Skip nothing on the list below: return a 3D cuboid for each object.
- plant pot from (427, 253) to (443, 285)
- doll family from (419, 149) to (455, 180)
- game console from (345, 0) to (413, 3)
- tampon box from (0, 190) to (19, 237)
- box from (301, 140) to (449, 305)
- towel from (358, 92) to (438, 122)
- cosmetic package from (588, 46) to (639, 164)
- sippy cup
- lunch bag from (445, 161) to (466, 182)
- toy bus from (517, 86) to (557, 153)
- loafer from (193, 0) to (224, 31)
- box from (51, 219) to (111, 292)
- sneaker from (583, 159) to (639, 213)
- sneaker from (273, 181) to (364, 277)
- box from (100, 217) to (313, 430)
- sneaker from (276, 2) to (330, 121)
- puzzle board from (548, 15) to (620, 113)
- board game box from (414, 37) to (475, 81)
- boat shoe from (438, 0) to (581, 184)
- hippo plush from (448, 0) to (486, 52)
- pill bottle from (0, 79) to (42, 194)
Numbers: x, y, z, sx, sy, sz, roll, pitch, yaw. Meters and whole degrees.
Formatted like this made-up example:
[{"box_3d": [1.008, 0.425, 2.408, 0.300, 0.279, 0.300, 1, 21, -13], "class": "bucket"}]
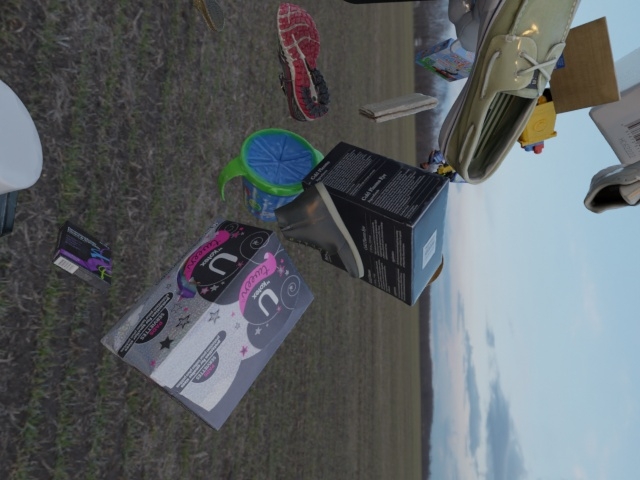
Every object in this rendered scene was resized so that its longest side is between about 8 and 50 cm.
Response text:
[{"box_3d": [0.337, 0.072, 1.616, 0.032, 0.237, 0.236, -66, 152, -65], "class": "plant pot"}, {"box_3d": [0.344, -0.218, 1.203, 0.193, 0.112, 0.075, 33, 37, -47], "class": "doll family"}, {"box_3d": [0.123, -0.651, 0.907, 0.342, 0.387, 0.060, 34, 78, -54], "class": "game console"}, {"box_3d": [-0.605, -0.076, 0.700, 0.101, 0.161, 0.120, -77, -171, -70], "class": "tampon box"}, {"box_3d": [0.150, -0.042, 1.146, 0.179, 0.313, 0.343, -50, 149, -26], "class": "box"}, {"box_3d": [0.308, -0.534, 1.737, 0.187, 0.283, 0.049, -119, -165, -60], "class": "towel"}, {"box_3d": [0.851, -0.348, 1.096, 0.230, 0.162, 0.453, 53, 50, -6], "class": "cosmetic package"}, {"box_3d": [-0.143, -0.181, 1.326, 0.224, 0.306, 0.239, 118, -10, -54], "class": "sippy cup"}, {"box_3d": [0.523, -0.283, 1.563, 0.096, 0.129, 0.151, -162, -108, -63], "class": "lunch bag"}, {"box_3d": [0.672, -0.393, 1.408, 0.220, 0.150, 0.211, -96, 167, -55], "class": "toy bus"}, {"box_3d": [-0.313, -0.642, 1.184, 0.056, 0.050, 0.147, -32, 105, -42], "class": "loafer"}, {"box_3d": [-0.496, 0.031, 0.909, 0.116, 0.029, 0.162, 45, 2, -37], "class": "box"}, {"box_3d": [0.614, -0.116, 0.790, 0.121, 0.099, 0.262, -38, 177, -34], "class": "sneaker"}, {"box_3d": [0.000, 0.000, 0.881, 0.221, 0.118, 0.083, 61, 4, -20], "class": "sneaker"}, {"box_3d": [-0.152, 0.112, 0.638, 0.247, 0.142, 0.163, -53, 136, -28], "class": "box"}, {"box_3d": [-0.069, -0.465, 1.142, 0.121, 0.112, 0.298, -18, 103, -35], "class": "sneaker"}, {"box_3d": [0.414, -0.275, 0.691, 0.011, 0.096, 0.128, -33, 110, -31], "class": "puzzle board"}, {"box_3d": [0.426, -0.584, 1.412, 0.039, 0.160, 0.211, -67, -162, 4], "class": "board game box"}, {"box_3d": [0.240, -0.205, 0.526, 0.094, 0.109, 0.302, -104, -161, -44], "class": "boat shoe"}, {"box_3d": [0.438, -0.572, 1.046, 0.236, 0.235, 0.293, 131, -63, -84], "class": "hippo plush"}, {"box_3d": [-0.502, -0.098, 0.493, 0.161, 0.284, 0.161, 168, -90, -88], "class": "pill bottle"}]
